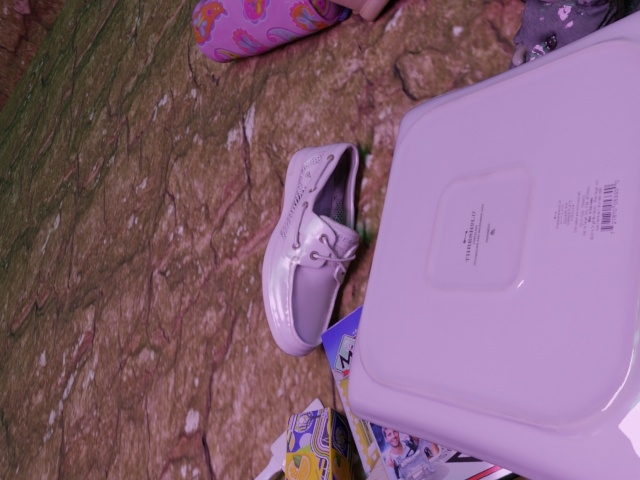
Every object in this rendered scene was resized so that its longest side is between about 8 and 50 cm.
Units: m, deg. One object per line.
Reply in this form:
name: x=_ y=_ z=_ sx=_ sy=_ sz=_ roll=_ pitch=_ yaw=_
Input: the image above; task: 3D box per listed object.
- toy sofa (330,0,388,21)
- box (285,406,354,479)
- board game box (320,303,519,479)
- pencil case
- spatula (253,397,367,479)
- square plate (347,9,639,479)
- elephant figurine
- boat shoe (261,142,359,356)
toy sofa: x=0.088 y=-0.507 z=0.759 sx=0.150 sy=0.176 sz=0.363 roll=145 pitch=131 yaw=-60
box: x=0.000 y=0.265 z=0.546 sx=0.059 sy=0.054 sz=0.169 roll=-20 pitch=50 yaw=23
board game box: x=0.153 y=0.105 z=0.505 sx=0.317 sy=0.046 sz=0.214 roll=-40 pitch=51 yaw=25
pencil case: x=-0.088 y=-0.380 z=0.876 sx=0.284 sy=0.124 sz=0.124 roll=-3 pitch=72 yaw=42
spatula: x=-0.042 y=0.319 z=0.589 sx=0.242 sy=0.019 sz=0.168 roll=-47 pitch=50 yaw=0
square plate: x=0.141 y=-0.003 z=0.428 sx=0.344 sy=0.049 sz=0.348 roll=-8 pitch=67 yaw=60
elephant figurine: x=0.236 y=-0.238 z=0.510 sx=0.169 sy=0.186 sz=0.240 roll=-19 pitch=65 yaw=-10
boat shoe: x=0.000 y=0.000 z=0.652 sx=0.096 sy=0.098 sz=0.277 roll=-12 pitch=65 yaw=41
